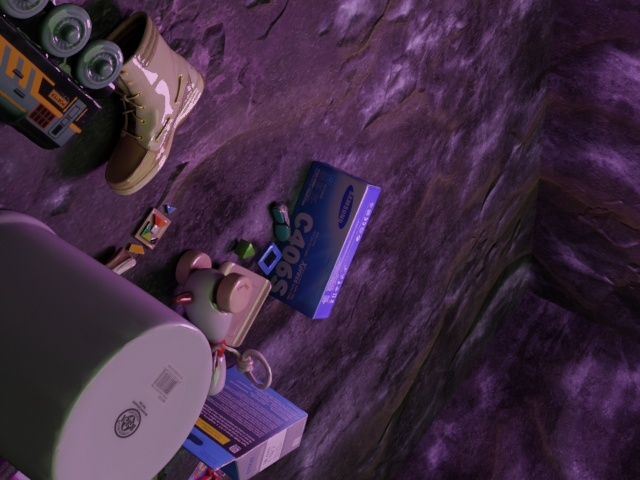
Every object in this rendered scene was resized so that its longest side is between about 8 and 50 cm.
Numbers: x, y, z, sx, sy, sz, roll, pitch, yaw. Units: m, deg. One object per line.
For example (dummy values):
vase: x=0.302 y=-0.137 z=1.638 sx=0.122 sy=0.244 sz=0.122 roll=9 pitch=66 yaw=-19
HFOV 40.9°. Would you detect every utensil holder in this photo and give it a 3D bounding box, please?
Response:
utensil holder: x=-0.406 y=0.176 z=1.295 sx=0.328 sy=0.386 sz=0.327 roll=-39 pitch=144 yaw=-36

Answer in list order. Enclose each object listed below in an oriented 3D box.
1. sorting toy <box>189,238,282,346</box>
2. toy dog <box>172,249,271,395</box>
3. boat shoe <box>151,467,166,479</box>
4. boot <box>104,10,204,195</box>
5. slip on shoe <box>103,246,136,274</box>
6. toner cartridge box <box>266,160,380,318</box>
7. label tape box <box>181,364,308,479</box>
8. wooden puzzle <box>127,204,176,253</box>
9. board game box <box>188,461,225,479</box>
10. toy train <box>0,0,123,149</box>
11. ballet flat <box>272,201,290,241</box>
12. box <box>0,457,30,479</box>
sorting toy: x=-0.213 y=0.145 z=1.961 sx=0.347 sy=0.047 sz=0.196 roll=-62 pitch=148 yaw=-3
toy dog: x=-0.247 y=0.191 z=1.780 sx=0.161 sy=0.220 sz=0.333 roll=-26 pitch=110 yaw=-49
boat shoe: x=-0.388 y=0.541 z=1.969 sx=0.073 sy=0.080 sz=0.223 roll=-28 pitch=132 yaw=-40
boot: x=-0.312 y=-0.223 z=1.417 sx=0.261 sy=0.095 sz=0.203 roll=-59 pitch=153 yaw=-10
slip on shoe: x=-0.402 y=0.061 z=1.573 sx=0.135 sy=0.051 sz=0.041 roll=-36 pitch=103 yaw=-27
toner cartridge box: x=0.000 y=0.000 z=2.066 sx=0.075 sy=0.165 sz=0.347 roll=6 pitch=108 yaw=-61
label tape box: x=-0.227 y=0.437 z=1.982 sx=0.334 sy=0.241 sz=0.105 roll=-19 pitch=132 yaw=-52
wooden puzzle: x=-0.323 y=-0.021 z=1.661 sx=0.116 sy=0.014 sz=0.078 roll=-61 pitch=152 yaw=-4
board game box: x=-0.303 y=0.641 z=2.249 sx=0.168 sy=0.033 sz=0.133 roll=-57 pitch=152 yaw=-12
toy train: x=-0.413 y=-0.266 z=1.178 sx=0.190 sy=0.142 sz=0.334 roll=-50 pitch=151 yaw=-5
ballet flat: x=-0.088 y=-0.047 z=2.014 sx=0.041 sy=0.041 sz=0.114 roll=-45 pitch=148 yaw=-30
box: x=-0.571 y=0.524 z=1.668 sx=0.201 sy=0.057 sz=0.293 roll=-52 pitch=151 yaw=-20
